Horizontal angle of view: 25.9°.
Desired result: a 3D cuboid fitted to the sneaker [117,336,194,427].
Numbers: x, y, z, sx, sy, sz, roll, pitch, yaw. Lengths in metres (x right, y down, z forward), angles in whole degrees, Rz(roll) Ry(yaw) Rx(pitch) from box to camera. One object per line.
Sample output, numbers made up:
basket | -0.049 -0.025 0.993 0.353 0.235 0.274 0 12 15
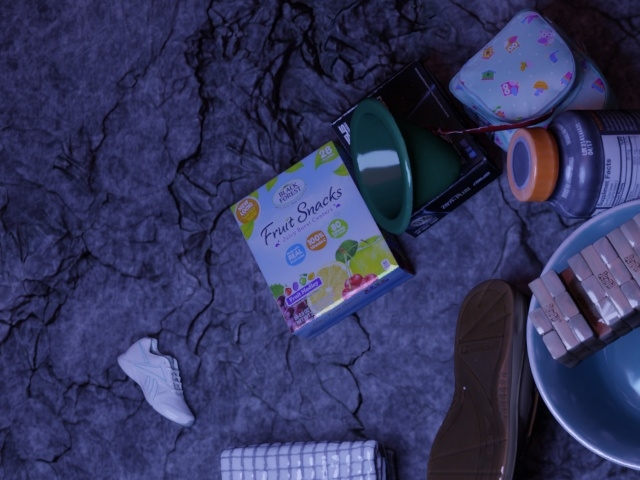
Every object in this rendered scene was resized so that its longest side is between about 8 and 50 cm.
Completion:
sneaker | -0.219 0.194 1.926 0.061 0.054 0.152 -46 66 5

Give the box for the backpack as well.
backpack | 0.275 -0.183 1.752 0.166 0.144 0.188 -43 73 3

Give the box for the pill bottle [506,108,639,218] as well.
pill bottle | 0.348 -0.091 1.644 0.246 0.130 0.130 -1 76 -14

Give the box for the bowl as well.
bowl | 0.410 0.118 1.618 0.312 0.163 0.311 -5 76 21

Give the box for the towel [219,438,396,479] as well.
towel | -0.010 0.395 1.763 0.235 0.121 0.283 -9 77 23

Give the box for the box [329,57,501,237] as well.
box | 0.125 -0.122 1.834 0.147 0.077 0.180 -36 68 13

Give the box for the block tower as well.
block tower | 0.383 0.011 1.511 0.335 0.097 0.091 -34 69 12

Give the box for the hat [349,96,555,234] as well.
hat | 0.159 -0.107 1.743 0.184 0.173 0.208 -14 30 -18

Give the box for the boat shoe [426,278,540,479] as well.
boat shoe | 0.221 0.224 1.696 0.123 0.123 0.342 -11 63 46

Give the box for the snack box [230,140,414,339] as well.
snack box | 0.000 0.000 1.866 0.174 0.070 0.207 -33 67 14
